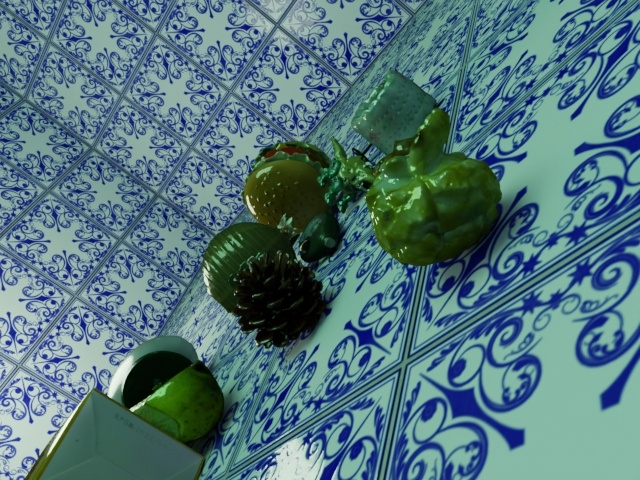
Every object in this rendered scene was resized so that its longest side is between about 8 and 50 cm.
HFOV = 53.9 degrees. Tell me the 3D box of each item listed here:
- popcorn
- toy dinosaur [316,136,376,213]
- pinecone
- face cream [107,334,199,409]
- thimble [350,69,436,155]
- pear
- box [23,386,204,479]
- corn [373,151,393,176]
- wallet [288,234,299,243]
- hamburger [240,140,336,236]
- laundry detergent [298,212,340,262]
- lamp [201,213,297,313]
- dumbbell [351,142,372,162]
[{"bbox_3d":[0.153,-0.070,0.872,0.198,0.212,0.198,-18,14,4],"label":"popcorn"},{"bbox_3d":[0.057,-0.182,1.662,0.153,0.094,0.259,-48,44,13],"label":"toy dinosaur"},{"bbox_3d":[-0.093,0.113,1.296,0.207,0.208,0.207,-50,13,15],"label":"pinecone"},{"bbox_3d":[-0.475,0.415,1.797,0.312,0.219,0.357,-57,14,-19],"label":"face cream"},{"bbox_3d":[0.187,-0.324,1.578,0.185,0.149,0.211,-38,18,57],"label":"thimble"},{"bbox_3d":[-0.306,0.379,1.438,0.255,0.164,0.238,-38,-2,25],"label":"pear"},{"bbox_3d":[-0.428,0.500,1.235,0.214,0.284,0.259,-48,13,28],"label":"box"},{"bbox_3d":[0.180,-0.167,1.356,0.068,0.068,0.207,-58,15,-22],"label":"corn"},{"bbox_3d":[-0.153,0.076,2.005,0.244,0.025,0.124,-59,13,-23],"label":"wallet"},{"bbox_3d":[-0.087,-0.141,1.798,0.274,0.274,0.212,-47,13,26],"label":"hamburger"},{"bbox_3d":[0.000,0.000,1.574,0.137,0.063,0.211,-55,14,2],"label":"laundry detergent"},{"bbox_3d":[-0.159,0.053,1.577,0.284,0.250,0.250,-50,12,-6],"label":"lamp"},{"bbox_3d":[0.132,-0.261,1.782,0.147,0.069,0.069,-50,13,15],"label":"dumbbell"}]
